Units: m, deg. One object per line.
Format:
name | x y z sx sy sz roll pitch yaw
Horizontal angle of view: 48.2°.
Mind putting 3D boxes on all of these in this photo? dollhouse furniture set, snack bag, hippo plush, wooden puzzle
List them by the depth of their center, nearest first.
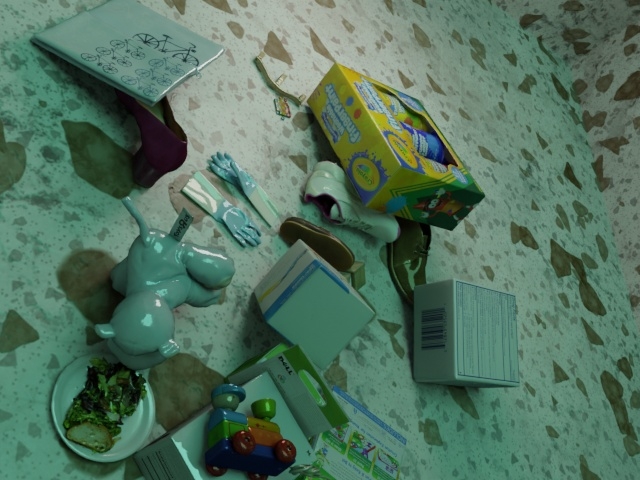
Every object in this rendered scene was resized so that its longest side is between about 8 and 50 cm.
hippo plush | -0.282 0.116 1.323 0.234 0.294 0.237 12 55 -14
snack bag | -0.416 -0.449 1.632 0.323 0.037 0.342 29 42 8
dollhouse furniture set | 0.029 0.142 1.804 0.144 0.123 0.151 -33 125 -49
wooden puzzle | -0.107 -0.372 2.010 0.049 0.006 0.083 10 59 -41

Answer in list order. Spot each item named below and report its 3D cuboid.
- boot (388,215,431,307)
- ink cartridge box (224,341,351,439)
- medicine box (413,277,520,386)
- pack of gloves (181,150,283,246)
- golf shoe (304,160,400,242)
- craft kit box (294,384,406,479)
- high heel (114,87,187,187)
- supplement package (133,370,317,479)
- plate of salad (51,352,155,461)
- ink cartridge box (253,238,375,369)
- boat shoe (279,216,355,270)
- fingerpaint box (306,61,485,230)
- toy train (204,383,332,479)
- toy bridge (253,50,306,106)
boot | 0.265 0.041 2.034 0.112 0.115 0.306 11 61 -45
ink cartridge box | -0.048 0.302 1.451 0.189 0.255 0.097 57 41 -1
medicine box | 0.402 0.262 1.961 0.289 0.149 0.264 15 70 -39
pack of gloves | -0.196 -0.107 1.727 0.232 0.046 0.195 44 41 -15
golf shoe | 0.080 -0.076 1.943 0.306 0.115 0.140 38 52 -10
craft kit box | 0.073 0.495 1.605 0.250 0.061 0.247 41 41 -18
high heel | -0.358 -0.314 1.592 0.127 0.181 0.378 5 63 -43
supplement package | -0.174 0.408 1.348 0.261 0.145 0.204 -27 86 -50
plate of salad | -0.383 0.295 1.288 0.199 0.048 0.200 24 51 -32
ink cartridge box | -0.022 0.133 1.575 0.171 0.168 0.233 42 2 -19
boat shoe | 0.000 0.000 1.788 0.207 0.073 0.073 33 24 9
fingerpaint box | 0.212 -0.267 2.039 0.371 0.163 0.445 13 39 -41
toy train | -0.090 0.351 1.287 0.248 0.105 0.143 22 39 -33
toy bridge | -0.117 -0.451 2.035 0.188 0.026 0.063 44 45 -15
